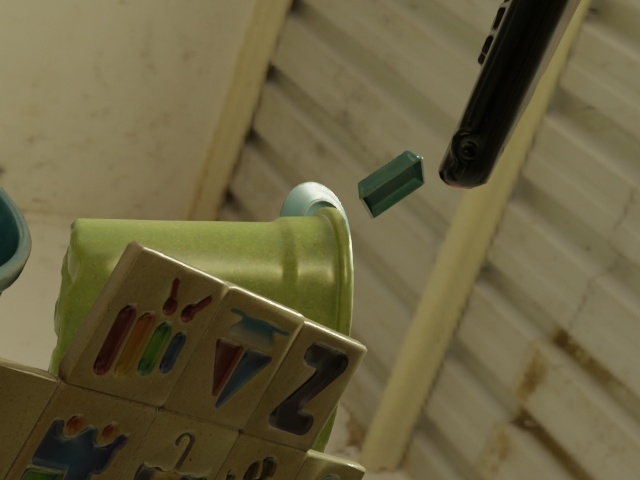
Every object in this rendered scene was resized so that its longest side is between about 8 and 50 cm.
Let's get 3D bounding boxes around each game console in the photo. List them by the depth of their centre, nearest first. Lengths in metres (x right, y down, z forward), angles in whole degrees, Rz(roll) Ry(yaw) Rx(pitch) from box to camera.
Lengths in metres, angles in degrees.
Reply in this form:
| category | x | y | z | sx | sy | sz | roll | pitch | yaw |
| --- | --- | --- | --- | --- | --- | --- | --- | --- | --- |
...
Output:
| category | x | y | z | sx | sy | sz | roll | pitch | yaw |
| --- | --- | --- | --- | --- | --- | --- | --- | --- | --- |
| game console | 0.180 | -0.258 | 0.798 | 0.060 | 0.342 | 0.386 | 25 | -52 | 7 |

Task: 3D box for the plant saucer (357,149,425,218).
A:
| category | x | y | z | sx | sy | sz | roll | pitch | yaw |
| --- | --- | --- | --- | --- | --- | --- | --- | --- | --- |
| plant saucer | 0.067 | -0.053 | 1.207 | 0.067 | 0.192 | 0.018 | -34 | -96 | 2 |

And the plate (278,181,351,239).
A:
| category | x | y | z | sx | sy | sz | roll | pitch | yaw |
| --- | --- | --- | --- | --- | --- | --- | --- | --- | --- |
| plate | 0.000 | 0.000 | 1.990 | 0.024 | 0.188 | 0.188 | -8 | -101 | 38 |

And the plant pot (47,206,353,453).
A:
| category | x | y | z | sx | sy | sz | roll | pitch | yaw |
| --- | --- | --- | --- | --- | --- | --- | --- | --- | --- |
| plant pot | -0.128 | 0.085 | 1.232 | 0.276 | 0.254 | 0.276 | -171 | -90 | -76 |

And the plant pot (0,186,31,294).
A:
| category | x | y | z | sx | sy | sz | roll | pitch | yaw |
| --- | --- | --- | --- | --- | --- | --- | --- | --- | --- |
| plant pot | -0.288 | 0.063 | 0.489 | 0.271 | 0.271 | 0.255 | 40 | -72 | 48 |

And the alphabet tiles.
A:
| category | x | y | z | sx | sy | sz | roll | pitch | yaw |
| --- | --- | --- | --- | --- | --- | --- | --- | --- | --- |
| alphabet tiles | -0.109 | 0.172 | 0.532 | 0.011 | 0.285 | 0.342 | 31 | -88 | 36 |
